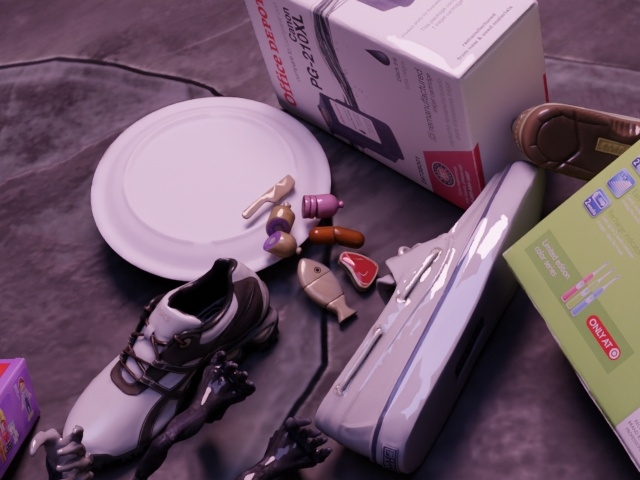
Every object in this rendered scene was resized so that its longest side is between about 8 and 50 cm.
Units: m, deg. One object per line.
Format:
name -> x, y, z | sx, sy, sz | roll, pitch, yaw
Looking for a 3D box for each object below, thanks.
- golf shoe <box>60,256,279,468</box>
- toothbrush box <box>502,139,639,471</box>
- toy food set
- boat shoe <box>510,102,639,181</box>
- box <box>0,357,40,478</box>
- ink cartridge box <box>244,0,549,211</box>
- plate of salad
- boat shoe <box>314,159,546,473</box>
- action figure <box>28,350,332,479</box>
golf shoe -> -0.124, 0.084, 1.045 | 0.198, 0.094, 0.077 | -42, 56, -16
toothbrush box -> 0.296, 0.011, 0.906 | 0.283, 0.122, 0.206 | -42, 49, 16
toy food set -> 0.000, 0.000, 1.097 | 0.122, 0.019, 0.078 | 43, 64, 11
boat shoe -> 0.235, -0.064, 1.058 | 0.190, 0.072, 0.068 | 21, 96, -12
box -> -0.344, 0.185, 0.972 | 0.201, 0.057, 0.293 | -3, 27, 13
ink cartridge box -> 0.061, -0.147, 1.124 | 0.237, 0.172, 0.100 | 31, 66, 32
plate of salad -> -0.091, -0.041, 1.160 | 0.200, 0.048, 0.199 | -1, 52, 1
boat shoe -> 0.084, 0.043, 1.026 | 0.088, 0.096, 0.267 | 20, 69, 22
action figure -> -0.133, 0.192, 0.928 | 0.164, 0.141, 0.276 | 43, 68, 13
